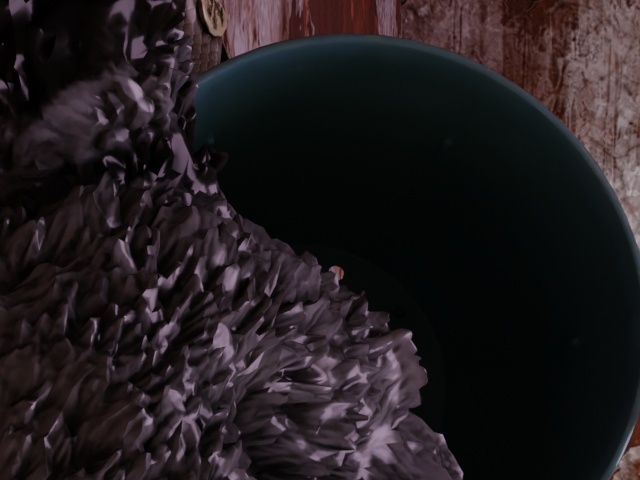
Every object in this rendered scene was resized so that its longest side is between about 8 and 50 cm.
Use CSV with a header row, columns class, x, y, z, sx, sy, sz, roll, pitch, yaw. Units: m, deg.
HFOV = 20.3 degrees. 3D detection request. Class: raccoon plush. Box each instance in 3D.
class,x,y,z,sx,sy,sz,roll,pitch,yaw
raccoon plush,-0.132,0.091,0.594,0.446,0.216,0.299,58,35,-17

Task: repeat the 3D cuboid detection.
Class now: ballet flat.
class,x,y,z,sx,sy,sz,roll,pitch,yaw
ballet flat,-0.067,-0.100,1.200,0.250,0.058,0.084,80,12,-53

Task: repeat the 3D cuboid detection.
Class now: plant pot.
class,x,y,z,sx,sy,sz,roll,pitch,yaw
plant pot,0.005,0.061,0.994,0.235,0.293,0.293,123,-29,-75

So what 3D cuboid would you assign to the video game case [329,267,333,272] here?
class,x,y,z,sx,sy,sz,roll,pitch,yaw
video game case,0.029,0.177,1.628,0.329,0.036,0.300,83,-8,-66
